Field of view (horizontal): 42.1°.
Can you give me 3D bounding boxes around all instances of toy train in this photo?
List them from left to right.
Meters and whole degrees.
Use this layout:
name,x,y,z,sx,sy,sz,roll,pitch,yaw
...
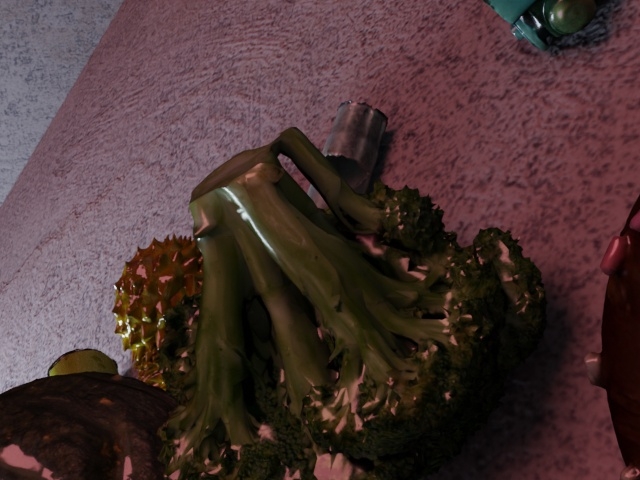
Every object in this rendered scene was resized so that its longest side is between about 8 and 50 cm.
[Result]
name,x,y,z,sx,sy,sz,roll,pitch,yaw
toy train,0.182,-0.268,0.753,0.107,0.154,0.198,-41,35,30

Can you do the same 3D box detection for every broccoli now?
name,x,y,z,sx,sy,sz,roll,pitch,yaw
broccoli,0.004,0.053,0.614,0.307,0.275,0.308,-25,21,10

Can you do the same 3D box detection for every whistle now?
name,x,y,z,sx,sy,sz,roll,pitch,yaw
whistle,0.000,0.000,0.849,0.062,0.062,0.312,-10,54,51

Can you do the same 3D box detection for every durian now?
name,x,y,z,sx,sy,sz,roll,pitch,yaw
durian,-0.159,0.082,0.975,0.182,0.165,0.132,-41,-15,-17

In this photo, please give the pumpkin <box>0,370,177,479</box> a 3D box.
name,x,y,z,sx,sy,sz,roll,pitch,yaw
pumpkin,-0.205,0.273,0.690,0.257,0.291,0.328,29,76,22

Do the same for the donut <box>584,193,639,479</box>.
name,x,y,z,sx,sy,sz,roll,pitch,yaw
donut,0.253,0.032,0.298,0.345,0.136,0.259,23,125,54

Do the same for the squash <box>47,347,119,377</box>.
name,x,y,z,sx,sy,sz,roll,pitch,yaw
squash,-0.276,0.216,1.015,0.095,0.095,0.188,-53,34,6
